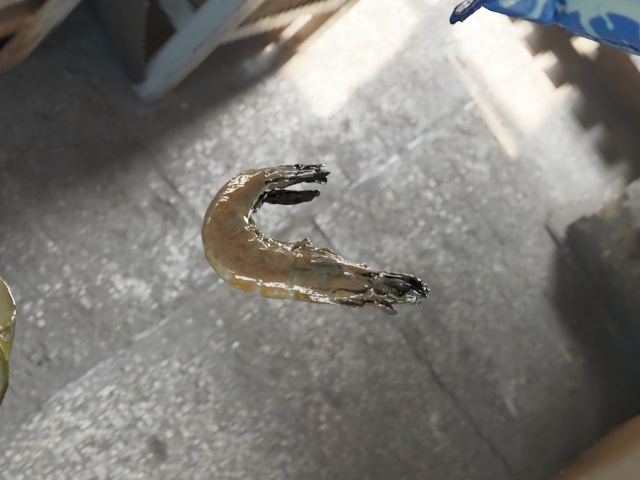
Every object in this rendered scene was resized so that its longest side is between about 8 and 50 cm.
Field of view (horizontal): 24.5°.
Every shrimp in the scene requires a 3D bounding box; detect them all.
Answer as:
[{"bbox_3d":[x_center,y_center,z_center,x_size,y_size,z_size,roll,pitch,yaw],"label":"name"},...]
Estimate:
[{"bbox_3d":[0.000,0.000,1.373,0.219,0.046,0.152,15,53,-1],"label":"shrimp"}]

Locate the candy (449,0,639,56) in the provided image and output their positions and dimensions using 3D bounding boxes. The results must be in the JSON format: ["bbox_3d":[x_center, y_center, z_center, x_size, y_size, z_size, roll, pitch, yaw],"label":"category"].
[{"bbox_3d":[0.261,-0.173,1.008,0.187,0.331,0.077,-47,139,-20],"label":"candy"}]

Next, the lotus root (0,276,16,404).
[{"bbox_3d":[-0.323,0.062,0.992,0.234,0.119,0.138,-10,60,-35],"label":"lotus root"}]
